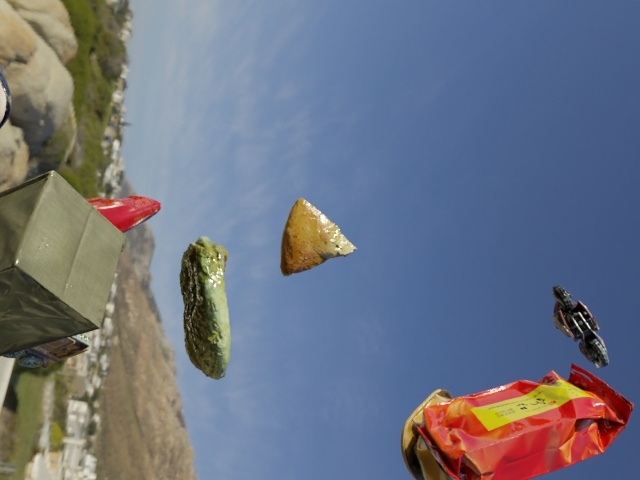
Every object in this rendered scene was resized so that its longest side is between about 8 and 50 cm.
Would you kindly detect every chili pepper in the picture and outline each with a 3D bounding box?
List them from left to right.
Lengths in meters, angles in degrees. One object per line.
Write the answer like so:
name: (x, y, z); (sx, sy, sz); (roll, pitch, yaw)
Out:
chili pepper: (-0.486, -0.034, 1.483); (0.110, 0.387, 0.110); (10, -71, 31)

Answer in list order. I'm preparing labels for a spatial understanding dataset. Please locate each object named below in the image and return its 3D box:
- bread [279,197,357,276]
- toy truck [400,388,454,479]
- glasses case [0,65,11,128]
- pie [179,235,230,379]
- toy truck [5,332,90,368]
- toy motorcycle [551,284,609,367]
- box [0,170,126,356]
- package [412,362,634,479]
bread: (-0.018, -0.017, 1.353); (0.054, 0.154, 0.136); (156, -84, -75)
toy truck: (0.329, 0.498, 1.691); (0.211, 0.204, 0.288); (-2, -147, 43)
glasses case: (-0.581, -0.296, 1.107); (0.122, 0.075, 0.315); (-32, -101, 18)
pie: (-0.224, 0.127, 1.352); (0.277, 0.078, 0.277); (180, -90, -72)
toy truck: (-0.618, 0.154, 1.472); (0.162, 0.305, 0.136); (-16, -121, 14)
toy motorcycle: (0.606, 0.207, 1.666); (0.082, 0.122, 0.213); (-30, -114, 8)
box: (-0.396, 0.042, 0.905); (0.231, 0.155, 0.149); (-16, -133, 21)
package: (0.412, 0.386, 1.461); (0.196, 0.423, 0.123); (-137, -144, -63)
